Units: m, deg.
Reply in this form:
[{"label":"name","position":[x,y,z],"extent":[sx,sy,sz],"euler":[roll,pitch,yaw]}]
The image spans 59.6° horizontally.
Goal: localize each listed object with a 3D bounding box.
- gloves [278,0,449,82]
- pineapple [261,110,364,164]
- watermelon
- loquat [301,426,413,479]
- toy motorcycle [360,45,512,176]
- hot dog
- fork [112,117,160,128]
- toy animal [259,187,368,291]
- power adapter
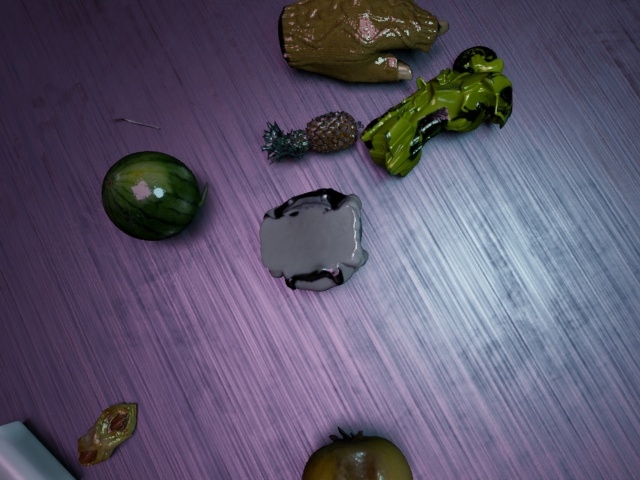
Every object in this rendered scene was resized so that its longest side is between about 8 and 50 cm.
[{"label":"gloves","position":[0.089,-0.437,1.173],"extent":[0.357,0.155,0.203],"euler":[-2,86,2]},{"label":"pineapple","position":[-0.017,-0.226,1.192],"extent":[0.221,0.083,0.103],"euler":[-11,70,4]},{"label":"watermelon","position":[-0.340,-0.088,1.161],"extent":[0.188,0.215,0.188],"euler":[-16,65,38]},{"label":"loquat","position":[0.067,0.454,1.035],"extent":[0.213,0.213,0.213],"euler":[-1,82,5]},{"label":"toy motorcycle","position":[0.253,-0.259,1.144],"extent":[0.342,0.142,0.206],"euler":[-36,43,0]},{"label":"hot dog","position":[-0.447,0.407,1.159],"extent":[0.078,0.061,0.169],"euler":[39,88,7]},{"label":"fork","position":[-0.418,-0.267,1.270],"extent":[0.115,0.016,0.012],"euler":[11,106,7]},{"label":"toy animal","position":[0.000,0.000,1.126],"extent":[0.208,0.156,0.204],"euler":[-9,85,21]},{"label":"power adapter","position":[-0.612,0.523,1.128],"extent":[0.255,0.124,0.187],"euler":[42,89,10]}]
